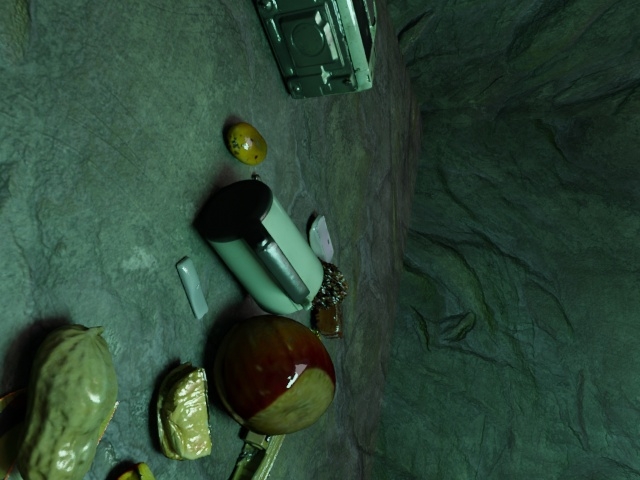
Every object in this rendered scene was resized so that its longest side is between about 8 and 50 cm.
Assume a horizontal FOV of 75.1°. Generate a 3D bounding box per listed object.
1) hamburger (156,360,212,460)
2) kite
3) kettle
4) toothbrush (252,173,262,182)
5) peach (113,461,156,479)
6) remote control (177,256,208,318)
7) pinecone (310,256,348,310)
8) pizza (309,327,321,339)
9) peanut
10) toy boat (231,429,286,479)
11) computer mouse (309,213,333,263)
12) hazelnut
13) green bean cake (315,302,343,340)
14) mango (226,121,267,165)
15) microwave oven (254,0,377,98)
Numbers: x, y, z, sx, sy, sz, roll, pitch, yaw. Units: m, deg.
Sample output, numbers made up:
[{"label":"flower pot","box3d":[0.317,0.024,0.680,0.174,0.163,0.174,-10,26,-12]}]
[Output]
[{"label":"hamburger","box3d":[-0.360,0.455,1.073,0.130,0.124,0.262,-10,100,-45]},{"label":"kite","box3d":[-0.541,0.427,0.789,0.377,0.013,0.328,-17,110,-65]},{"label":"kettle","box3d":[-0.145,0.051,1.207,0.250,0.361,0.377,-34,135,-5]},{"label":"toothbrush","box3d":[-0.153,-0.107,1.490,0.364,0.040,0.041,60,42,-50]},{"label":"peach","box3d":[-0.428,0.596,0.940,0.151,0.118,0.151,156,-90,-87]},{"label":"remote control","box3d":[-0.344,0.133,1.139,0.050,0.027,0.184,-50,139,-50]},{"label":"pinecone","box3d":[0.004,0.184,1.695,0.221,0.221,0.222,5,90,-65]},{"label":"pizza","box3d":[-0.012,0.452,1.806,0.161,0.062,0.182,63,-3,12]},{"label":"peanut","box3d":[-0.454,0.303,0.755,0.143,0.159,0.291,15,80,-43]},{"label":"toy boat","box3d":[-0.184,0.651,1.447,0.162,0.135,0.446,60,42,-42]},{"label":"computer mouse","box3d":[0.000,0.000,1.807,0.126,0.056,0.245,-62,146,-41]},{"label":"hazelnut","box3d":[-0.147,0.407,1.275,0.359,0.359,0.409,-63,144,-39]},{"label":"green bean cake","box3d":[0.037,0.312,1.842,0.198,0.097,0.233,61,24,-56]},{"label":"mango","box3d":[-0.218,-0.288,1.270,0.178,0.090,0.115,35,55,-70]},{"label":"microwave oven","box3d":[0.001,-0.700,1.371,0.394,0.332,0.247,64,35,-45]}]
